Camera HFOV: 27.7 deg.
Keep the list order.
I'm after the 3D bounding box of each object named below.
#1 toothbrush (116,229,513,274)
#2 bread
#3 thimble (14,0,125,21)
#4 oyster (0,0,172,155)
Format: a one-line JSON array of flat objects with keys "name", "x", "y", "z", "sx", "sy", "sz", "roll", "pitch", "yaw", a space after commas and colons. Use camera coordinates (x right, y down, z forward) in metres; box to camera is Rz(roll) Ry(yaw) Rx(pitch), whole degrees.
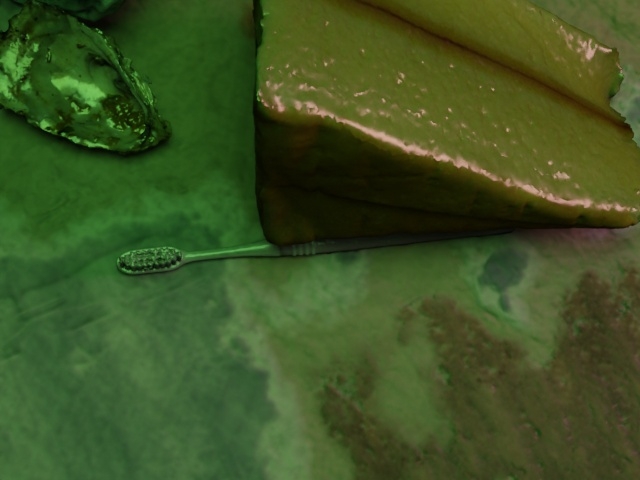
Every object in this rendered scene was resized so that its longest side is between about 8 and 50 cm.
[{"name": "toothbrush", "x": 0.000, "y": 0.000, "z": 1.133, "sx": 0.354, "sy": 0.029, "sz": 0.024, "roll": -6, "pitch": 85, "yaw": -8}, {"name": "bread", "x": 0.121, "y": -0.141, "z": 1.080, "sx": 0.362, "sy": 0.245, "sz": 0.233, "roll": 0, "pitch": 62, "yaw": -4}, {"name": "thimble", "x": -0.258, "y": -0.306, "z": 1.121, "sx": 0.250, "sy": 0.205, "sz": 0.171, "roll": 26, "pitch": 76, "yaw": -14}, {"name": "oyster", "x": -0.209, "y": -0.137, "z": 1.147, "sx": 0.177, "sy": 0.056, "sz": 0.105, "roll": 22, "pitch": 82, "yaw": 3}]
